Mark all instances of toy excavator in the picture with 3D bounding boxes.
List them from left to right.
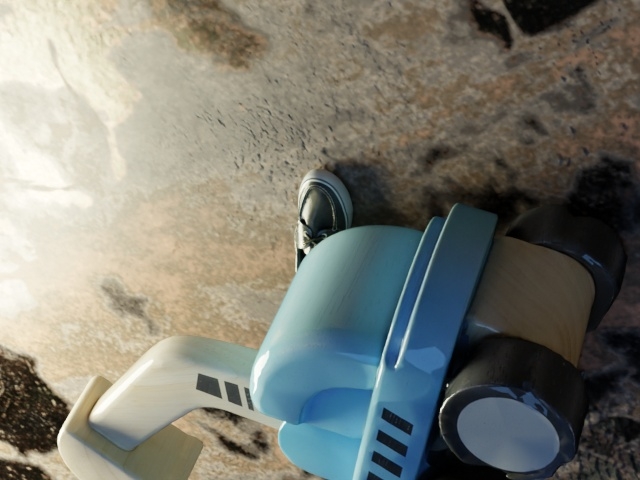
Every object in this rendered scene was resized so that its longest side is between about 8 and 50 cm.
[{"bbox_3d":[-0.005,0.123,1.329,0.445,0.222,0.433,19,135,8],"label":"toy excavator"}]

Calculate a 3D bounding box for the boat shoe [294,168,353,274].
[{"bbox_3d":[0.000,0.000,1.349,0.049,0.040,0.142,14,135,15],"label":"boat shoe"}]
